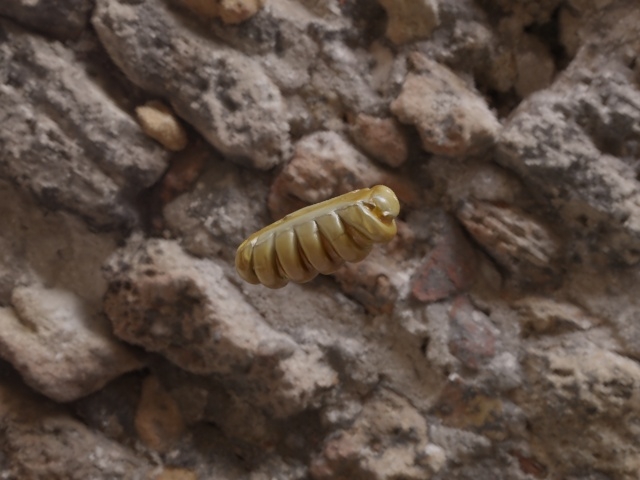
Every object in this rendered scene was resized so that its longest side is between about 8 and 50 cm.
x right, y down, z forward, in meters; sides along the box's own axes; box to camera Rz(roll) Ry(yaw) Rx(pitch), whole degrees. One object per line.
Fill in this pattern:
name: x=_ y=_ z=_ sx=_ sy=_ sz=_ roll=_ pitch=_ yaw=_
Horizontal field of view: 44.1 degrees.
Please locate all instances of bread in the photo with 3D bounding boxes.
bread: x=0.000 y=0.000 z=1.421 sx=0.121 sy=0.311 sz=0.173 roll=67 pitch=17 yaw=-9
